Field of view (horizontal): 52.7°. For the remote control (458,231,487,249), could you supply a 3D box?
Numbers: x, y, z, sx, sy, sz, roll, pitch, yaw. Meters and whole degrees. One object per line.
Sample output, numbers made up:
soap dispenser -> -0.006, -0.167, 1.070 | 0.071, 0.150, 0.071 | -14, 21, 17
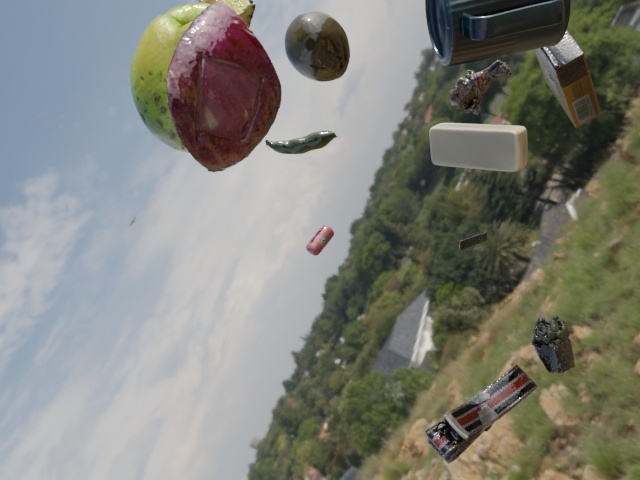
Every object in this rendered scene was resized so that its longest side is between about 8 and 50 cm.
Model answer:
remote control -> 0.429, -0.001, 1.822 | 0.016, 0.091, 0.034 | -132, 29, -55

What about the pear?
pear -> -0.314, -0.425, 1.688 | 0.391, 0.391, 0.391 | 23, -90, -87

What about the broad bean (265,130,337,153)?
broad bean -> -0.064, -0.320, 2.143 | 0.046, 0.254, 0.065 | -2, -94, -72

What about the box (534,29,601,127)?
box -> 0.911, -0.640, 2.419 | 0.415, 0.116, 0.264 | 35, -148, -53

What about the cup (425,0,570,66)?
cup -> 0.432, -0.550, 1.589 | 0.242, 0.292, 0.308 | 79, 178, -57

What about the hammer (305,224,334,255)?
hammer -> 0.000, 0.000, 1.595 | 0.083, 0.043, 0.043 | -50, -9, -21

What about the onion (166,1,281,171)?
onion -> -0.143, -0.246, 1.103 | 0.247, 0.111, 0.250 | -66, -31, -32

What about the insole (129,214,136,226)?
insole -> -0.618, -0.062, 2.131 | 0.045, 0.002, 0.135 | -65, 13, -8

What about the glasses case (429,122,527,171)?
glasses case -> 0.527, -0.317, 2.179 | 0.076, 0.336, 0.144 | -27, -62, -40

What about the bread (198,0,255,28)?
bread -> -0.306, -0.739, 2.022 | 0.178, 0.142, 0.266 | 91, 156, -60

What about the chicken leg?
chicken leg -> 0.473, -0.467, 1.934 | 0.080, 0.125, 0.196 | -4, -40, -49

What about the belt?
belt -> 0.438, 0.461, 1.744 | 0.359, 0.094, 0.126 | -27, -35, -25

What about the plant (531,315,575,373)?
plant -> 0.595, 0.266, 1.656 | 0.094, 0.092, 0.143 | -21, 85, 63

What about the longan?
longan -> -0.006, -0.660, 2.212 | 0.248, 0.248, 0.248 | 23, -90, -87
